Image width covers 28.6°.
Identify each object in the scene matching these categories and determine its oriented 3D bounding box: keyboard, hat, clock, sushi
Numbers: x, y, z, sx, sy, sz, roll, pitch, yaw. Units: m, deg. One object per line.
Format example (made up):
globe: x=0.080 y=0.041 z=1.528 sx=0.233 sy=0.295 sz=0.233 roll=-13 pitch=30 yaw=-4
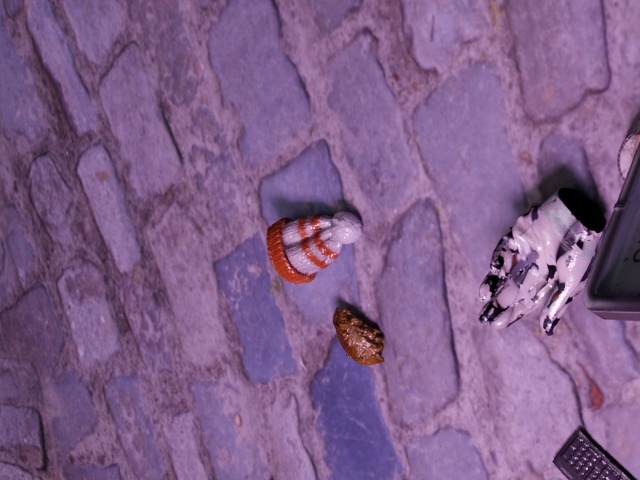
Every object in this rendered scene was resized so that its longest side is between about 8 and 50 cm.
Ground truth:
keyboard: x=0.432 y=0.376 z=1.754 sx=0.250 sy=0.017 sz=0.087 roll=44 pitch=131 yaw=19
hat: x=0.000 y=0.000 z=1.954 sx=0.162 sy=0.093 sz=0.112 roll=-24 pitch=101 yaw=28
clock: x=0.425 y=-0.037 z=1.362 sx=0.049 sy=0.279 sz=0.273 roll=29 pitch=166 yaw=-24
sushi: x=0.060 y=0.153 z=1.966 sx=0.118 sy=0.061 sz=0.060 roll=33 pitch=154 yaw=19

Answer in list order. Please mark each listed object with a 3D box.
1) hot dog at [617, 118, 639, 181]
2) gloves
hot dog: x=0.444 y=-0.090 z=1.507 sx=0.191 sy=0.059 sz=0.108 roll=14 pitch=104 yaw=42
gloves: x=0.291 y=0.036 z=1.674 sx=0.127 sy=0.111 sz=0.212 roll=32 pitch=128 yaw=-2
